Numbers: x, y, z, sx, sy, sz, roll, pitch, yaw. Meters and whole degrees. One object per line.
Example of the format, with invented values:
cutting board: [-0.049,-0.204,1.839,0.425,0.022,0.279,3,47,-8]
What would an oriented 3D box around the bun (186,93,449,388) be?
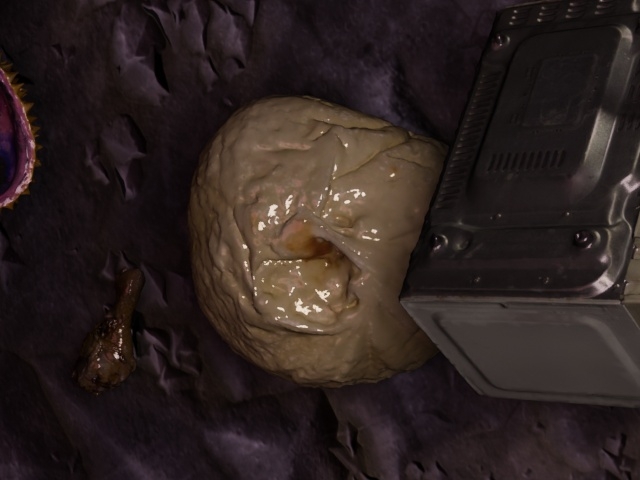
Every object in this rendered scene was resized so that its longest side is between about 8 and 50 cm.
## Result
bun: [0.000,0.000,1.526,0.349,0.227,0.352,-19,92,18]

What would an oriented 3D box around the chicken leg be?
chicken leg: [-0.285,0.127,1.893,0.085,0.069,0.197,39,111,53]

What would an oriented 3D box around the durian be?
durian: [-0.503,-0.168,1.982,0.186,0.154,0.260,22,115,56]

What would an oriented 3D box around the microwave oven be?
microwave oven: [0.257,-0.048,1.270,0.286,0.218,0.355,1,57,36]
